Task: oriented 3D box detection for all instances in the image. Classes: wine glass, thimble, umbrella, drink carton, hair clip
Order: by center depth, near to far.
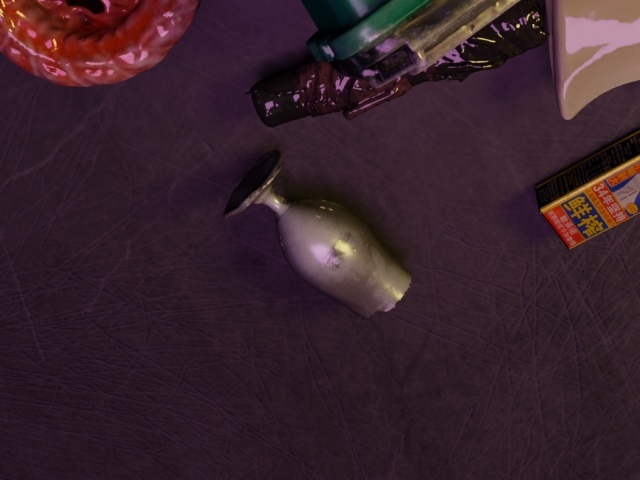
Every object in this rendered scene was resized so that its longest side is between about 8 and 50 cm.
[{"bbox_3d":[0.300,-0.275,1.252,0.173,0.113,0.282,-9,125,11],"label":"hair clip"},{"bbox_3d":[-0.227,-0.278,1.260,0.239,0.162,0.239,3,122,5],"label":"thimble"},{"bbox_3d":[0.076,-0.188,1.328,0.326,0.094,0.090,-17,103,14],"label":"umbrella"},{"bbox_3d":[0.327,-0.063,1.400,0.166,0.056,0.071,-29,122,21],"label":"drink carton"},{"bbox_3d":[0.000,0.000,1.440,0.222,0.103,0.103,39,117,-17],"label":"wine glass"}]

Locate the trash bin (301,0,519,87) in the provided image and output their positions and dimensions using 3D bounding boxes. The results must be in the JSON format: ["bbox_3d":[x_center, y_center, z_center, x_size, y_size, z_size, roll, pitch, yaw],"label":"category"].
[{"bbox_3d":[0.027,-0.350,1.129,0.259,0.295,0.381,-35,101,0],"label":"trash bin"}]
